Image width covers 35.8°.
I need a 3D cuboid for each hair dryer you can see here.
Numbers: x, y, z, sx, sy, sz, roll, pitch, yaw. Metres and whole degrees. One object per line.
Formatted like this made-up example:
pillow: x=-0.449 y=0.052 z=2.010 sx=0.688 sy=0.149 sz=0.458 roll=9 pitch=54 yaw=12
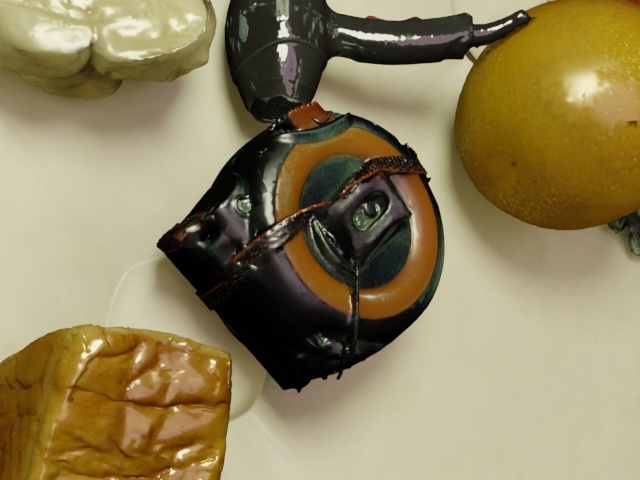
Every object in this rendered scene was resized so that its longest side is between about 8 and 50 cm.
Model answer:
hair dryer: x=0.053 y=-0.209 z=0.873 sx=0.271 sy=0.091 sz=0.236 roll=4 pitch=70 yaw=-9

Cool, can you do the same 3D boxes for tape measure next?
tape measure: x=0.000 y=0.000 z=0.812 sx=0.202 sy=0.135 sz=0.223 roll=50 pitch=58 yaw=-12

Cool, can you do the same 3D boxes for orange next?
orange: x=0.239 y=-0.119 z=0.929 sx=0.236 sy=0.236 sz=0.236 roll=6 pitch=79 yaw=-30

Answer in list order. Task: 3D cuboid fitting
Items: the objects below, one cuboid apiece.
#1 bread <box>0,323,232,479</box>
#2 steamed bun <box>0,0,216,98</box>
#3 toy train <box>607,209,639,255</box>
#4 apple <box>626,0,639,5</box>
bread: x=-0.149 y=0.135 z=0.691 sx=0.149 sy=0.158 sz=0.143 roll=17 pitch=72 yaw=-32
steamed bun: x=-0.178 y=-0.188 z=0.757 sx=0.192 sy=0.106 sz=0.178 roll=-15 pitch=76 yaw=-20
toy train: x=0.389 y=-0.001 z=1.093 sx=0.202 sy=0.060 sz=0.081 roll=42 pitch=58 yaw=-20
apple: x=0.405 y=-0.303 z=1.068 sx=0.271 sy=0.206 sz=0.252 roll=14 pitch=78 yaw=-30
